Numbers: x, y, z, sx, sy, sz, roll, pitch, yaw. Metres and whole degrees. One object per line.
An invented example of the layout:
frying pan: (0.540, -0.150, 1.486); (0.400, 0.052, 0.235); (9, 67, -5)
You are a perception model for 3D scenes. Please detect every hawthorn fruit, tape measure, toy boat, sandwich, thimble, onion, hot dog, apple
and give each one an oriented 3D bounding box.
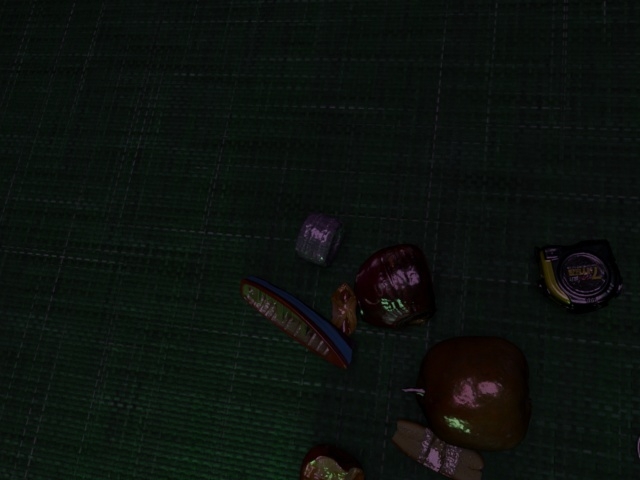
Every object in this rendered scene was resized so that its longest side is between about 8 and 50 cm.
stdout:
hawthorn fruit: (0.345, 0.358, 1.263); (0.301, 0.268, 0.267); (4, 75, 13)
tape measure: (0.656, 0.097, 1.355); (0.199, 0.112, 0.186); (-8, 65, 15)
toy boat: (-0.065, 0.220, 1.465); (0.392, 0.136, 0.079); (31, 51, 23)
sandwich: (0.293, 0.526, 1.311); (0.244, 0.088, 0.090); (22, 75, 17)
thimble: (0.001, -0.002, 1.497); (0.098, 0.150, 0.150); (23, 79, 16)
onion: (0.187, 0.120, 1.397); (0.206, 0.207, 0.216); (-18, 65, 3)
hot dog: (0.066, 0.194, 1.470); (0.078, 0.061, 0.168); (-4, 73, 11)
apple: (0.022, 0.605, 1.319); (0.156, 0.147, 0.158); (22, 88, -16)

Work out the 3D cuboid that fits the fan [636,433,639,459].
fan: (0.909, 0.506, 1.233); (0.294, 0.012, 0.223); (27, 79, 17)
